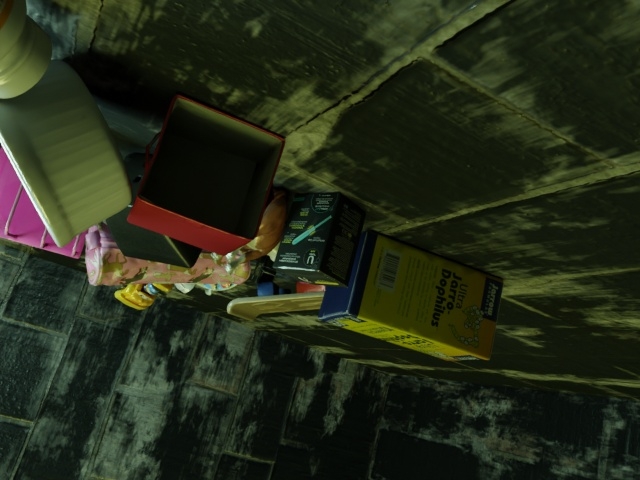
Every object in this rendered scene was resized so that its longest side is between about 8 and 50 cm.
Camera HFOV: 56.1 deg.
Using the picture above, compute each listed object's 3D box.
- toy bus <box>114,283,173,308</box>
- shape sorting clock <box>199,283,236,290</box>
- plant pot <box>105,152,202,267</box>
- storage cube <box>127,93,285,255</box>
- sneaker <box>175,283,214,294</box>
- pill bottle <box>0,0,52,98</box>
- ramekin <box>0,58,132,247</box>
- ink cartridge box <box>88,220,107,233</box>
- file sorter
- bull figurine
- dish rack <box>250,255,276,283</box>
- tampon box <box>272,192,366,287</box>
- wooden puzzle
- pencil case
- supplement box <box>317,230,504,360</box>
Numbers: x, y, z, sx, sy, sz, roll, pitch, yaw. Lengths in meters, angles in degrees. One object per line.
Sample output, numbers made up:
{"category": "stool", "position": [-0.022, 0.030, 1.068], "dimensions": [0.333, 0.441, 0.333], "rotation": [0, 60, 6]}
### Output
{"category": "toy bus", "position": [-0.534, 0.108, 1.953], "dimensions": [0.212, 0.220, 0.149], "rotation": [-2, 152, 31]}
{"category": "shape sorting clock", "position": [-0.298, 0.048, 1.630], "dimensions": [0.206, 0.040, 0.206], "rotation": [6, 122, 10]}
{"category": "plant pot", "position": [-0.337, -0.074, 1.238], "dimensions": [0.188, 0.188, 0.167], "rotation": [8, 151, 24]}
{"category": "storage cube", "position": [-0.195, -0.096, 1.004], "dimensions": [0.215, 0.183, 0.193], "rotation": [21, 164, -18]}
{"category": "sneaker", "position": [-0.434, 0.071, 1.839], "dimensions": [0.305, 0.152, 0.114], "rotation": [25, 163, -26]}
{"category": "pill bottle", "position": [-0.437, -0.281, 0.672], "dimensions": [0.152, 0.152, 0.272], "rotation": [9, 163, 21]}
{"category": "ramekin", "position": [-0.405, -0.140, 0.926], "dimensions": [0.277, 0.135, 0.277], "rotation": [46, 153, 33]}
{"category": "ink cartridge box", "position": [-0.473, -0.030, 1.552], "dimensions": [0.231, 0.078, 0.134], "rotation": [-4, 164, -4]}
{"category": "file sorter", "position": [-0.651, -0.094, 1.320], "dimensions": [0.291, 0.202, 0.182], "rotation": [18, 174, -19]}
{"category": "bull figurine", "position": [-0.140, -0.013, 1.299], "dimensions": [0.101, 0.188, 0.310], "rotation": [49, 162, 16]}
{"category": "dish rack", "position": [-0.258, 0.049, 1.742], "dimensions": [0.272, 0.074, 0.208], "rotation": [18, 163, -7]}
{"category": "tampon box", "position": [0.000, 0.000, 1.183], "dimensions": [0.120, 0.161, 0.101], "rotation": [3, 159, 39]}
{"category": "wooden puzzle", "position": [-0.082, 0.170, 1.829], "dimensions": [0.348, 0.080, 0.322], "rotation": [-10, 167, 5]}
{"category": "pencil case", "position": [-0.363, 0.032, 1.436], "dimensions": [0.386, 0.167, 0.160], "rotation": [1, -150, -28]}
{"category": "supplement box", "position": [0.207, 0.139, 1.392], "dimensions": [0.357, 0.195, 0.194], "rotation": [19, 163, -14]}
